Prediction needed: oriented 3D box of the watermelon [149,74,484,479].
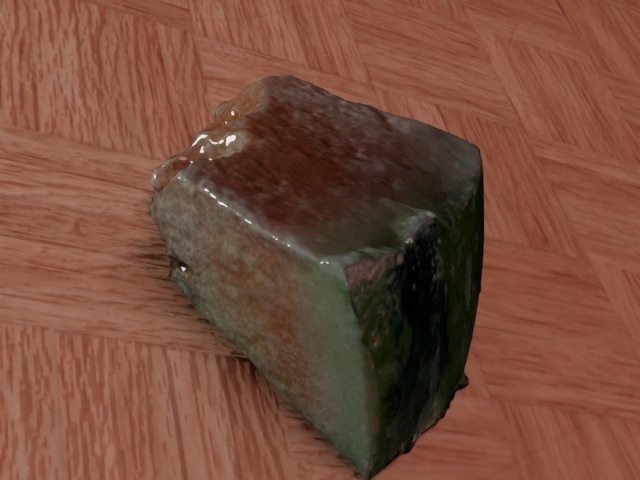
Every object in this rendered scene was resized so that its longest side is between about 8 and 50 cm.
[{"bbox_3d":[0.012,-0.006,0.849,0.302,0.151,0.264,38,36,5],"label":"watermelon"}]
